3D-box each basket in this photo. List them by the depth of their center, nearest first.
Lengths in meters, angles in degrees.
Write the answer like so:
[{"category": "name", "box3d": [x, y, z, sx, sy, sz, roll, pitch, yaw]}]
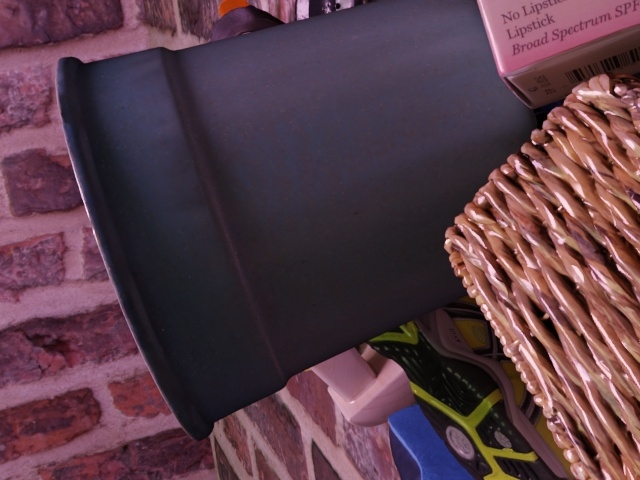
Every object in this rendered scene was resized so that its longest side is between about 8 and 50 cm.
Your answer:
[{"category": "basket", "box3d": [0.266, 0.046, 0.633, 0.213, 0.223, 0.299, -52, 50, 34]}]

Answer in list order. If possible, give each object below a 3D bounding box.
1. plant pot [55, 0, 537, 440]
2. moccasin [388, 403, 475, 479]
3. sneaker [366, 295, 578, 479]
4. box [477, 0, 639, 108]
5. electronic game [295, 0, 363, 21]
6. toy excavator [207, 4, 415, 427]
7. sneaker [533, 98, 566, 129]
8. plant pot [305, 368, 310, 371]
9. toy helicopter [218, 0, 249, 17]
[{"category": "plant pot", "box3d": [-0.002, -0.047, 0.858, 0.341, 0.334, 0.341, 160, 90, -87]}, {"category": "moccasin", "box3d": [0.170, 0.299, 1.144, 0.342, 0.137, 0.117, -111, 10, -72]}, {"category": "sneaker", "box3d": [0.162, 0.109, 1.011, 0.385, 0.147, 0.145, 53, 153, 14]}, {"category": "box", "box3d": [0.168, -0.227, 0.668, 0.127, 0.148, 0.232, 7, -114, -68]}, {"category": "electronic game", "box3d": [0.012, -0.303, 1.322, 0.229, 0.048, 0.229, 177, 90, -73]}, {"category": "toy excavator", "box3d": [0.000, 0.000, 1.214, 0.445, 0.433, 0.222, -64, 32, 18]}, {"category": "sneaker", "box3d": [0.182, -0.121, 0.866, 0.090, 0.081, 0.232, 102, 151, -41]}, {"category": "plant pot", "box3d": [-0.071, 0.046, 1.527, 0.254, 0.254, 0.239, 106, 164, -55]}, {"category": "toy helicopter", "box3d": [-0.101, -0.226, 1.585, 0.355, 0.140, 0.235, 114, 143, -65]}]
